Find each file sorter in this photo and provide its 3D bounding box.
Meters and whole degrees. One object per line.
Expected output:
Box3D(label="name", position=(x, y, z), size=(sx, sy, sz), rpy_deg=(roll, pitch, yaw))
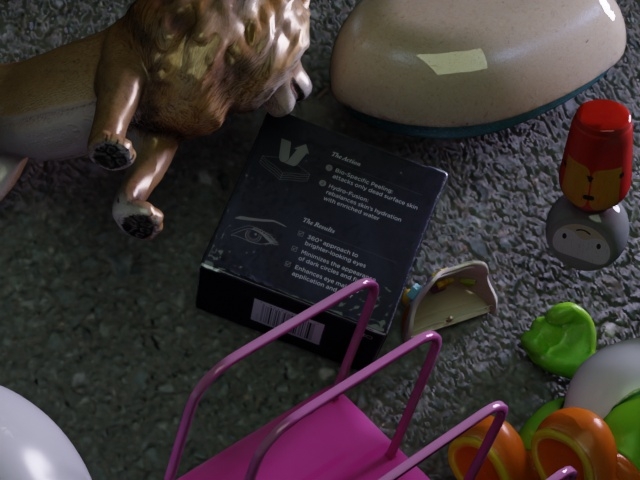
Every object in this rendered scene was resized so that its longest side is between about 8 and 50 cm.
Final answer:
Box3D(label="file sorter", position=(0.053, 0.197, 1.211), size=(0.202, 0.182, 0.290), rpy_deg=(-29, 62, -36))

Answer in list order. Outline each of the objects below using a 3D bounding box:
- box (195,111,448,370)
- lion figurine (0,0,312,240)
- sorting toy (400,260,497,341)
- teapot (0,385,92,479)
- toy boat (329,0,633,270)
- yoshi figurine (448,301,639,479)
Box3D(label="box", position=(0.000, 0.000, 1.394), size=(0.156, 0.093, 0.158), rpy_deg=(21, 65, 3))
Box3D(label="lion figurine", position=(-0.199, -0.101, 1.352), size=(0.392, 0.142, 0.240), rpy_deg=(-7, 44, 19))
Box3D(label="sorting toy", position=(0.104, 0.040, 1.402), size=(0.083, 0.075, 0.045), rpy_deg=(-17, 69, -16))
Box3D(label="teapot", position=(-0.253, 0.200, 1.216), size=(0.252, 0.187, 0.256), rpy_deg=(-21, 88, 23))
Box3D(label="toy boat", position=(0.156, -0.115, 1.436), size=(0.267, 0.148, 0.318), rpy_deg=(-18, 45, -19))
Box3D(label="yoshi figurine", position=(0.266, 0.077, 1.345), size=(0.362, 0.203, 0.203), rpy_deg=(-30, 58, -32))
